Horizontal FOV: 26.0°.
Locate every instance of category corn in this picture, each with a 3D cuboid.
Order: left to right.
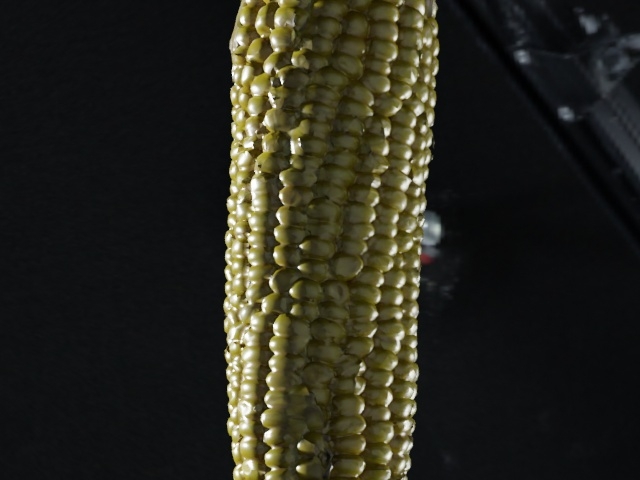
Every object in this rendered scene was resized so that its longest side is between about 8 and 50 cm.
[{"bbox_3d":[0.000,0.000,0.639,0.106,0.106,0.293,8,-100,-23],"label":"corn"}]
